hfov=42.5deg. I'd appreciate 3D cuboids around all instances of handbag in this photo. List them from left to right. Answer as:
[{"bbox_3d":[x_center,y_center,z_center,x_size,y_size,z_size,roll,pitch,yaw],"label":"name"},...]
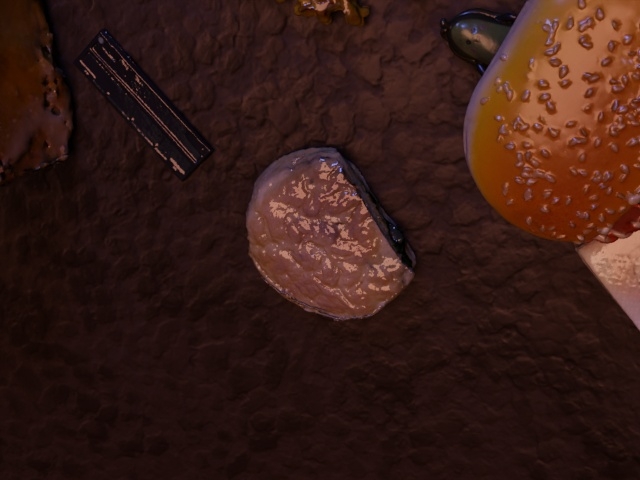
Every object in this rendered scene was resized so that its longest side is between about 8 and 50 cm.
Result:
[{"bbox_3d":[0.176,-0.208,0.864,0.111,0.047,0.072,20,113,4],"label":"handbag"}]

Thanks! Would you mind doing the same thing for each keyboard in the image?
[{"bbox_3d":[-0.216,-0.164,1.004,0.064,0.010,0.198,-40,95,24],"label":"keyboard"}]

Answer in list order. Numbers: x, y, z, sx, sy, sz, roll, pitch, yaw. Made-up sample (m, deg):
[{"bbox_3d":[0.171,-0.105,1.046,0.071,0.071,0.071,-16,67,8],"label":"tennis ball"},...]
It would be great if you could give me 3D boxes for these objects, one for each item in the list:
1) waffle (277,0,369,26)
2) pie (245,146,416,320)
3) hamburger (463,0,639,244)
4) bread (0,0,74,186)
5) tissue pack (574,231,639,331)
[{"bbox_3d":[0.016,-0.345,0.861,0.229,0.051,0.231,20,112,11],"label":"waffle"},{"bbox_3d":[-0.001,0.001,0.981,0.185,0.052,0.218,-29,101,20],"label":"pie"},{"bbox_3d":[0.268,-0.141,0.784,0.227,0.151,0.295,21,118,-13],"label":"hamburger"},{"bbox_3d":[-0.460,-0.191,0.929,0.249,0.279,0.315,-1,120,22],"label":"bread"},{"bbox_3d":[0.444,-0.024,0.843,0.325,0.071,0.170,-39,94,22],"label":"tissue pack"}]
